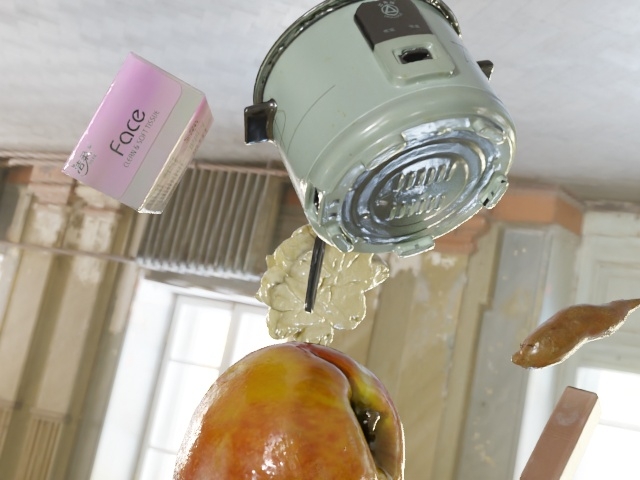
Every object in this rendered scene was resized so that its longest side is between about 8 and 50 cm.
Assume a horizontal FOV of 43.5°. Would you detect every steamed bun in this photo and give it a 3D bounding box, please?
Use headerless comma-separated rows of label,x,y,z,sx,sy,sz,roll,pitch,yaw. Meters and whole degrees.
steamed bun,-0.002,0.062,1.594,0.292,0.295,0.137,-18,-146,-28

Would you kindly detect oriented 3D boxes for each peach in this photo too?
peach,-0.044,0.252,0.907,0.281,0.281,0.238,5,174,32

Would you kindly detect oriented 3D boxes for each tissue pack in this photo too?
tissue pack,-0.198,-0.115,0.924,0.092,0.148,0.246,30,178,-5

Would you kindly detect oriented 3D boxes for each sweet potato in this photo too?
sweet potato,0.311,0.101,0.953,0.195,0.056,0.056,-23,173,-9

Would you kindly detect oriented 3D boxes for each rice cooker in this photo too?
rice cooker,0.062,-0.128,0.833,0.281,0.227,0.241,-15,146,-12

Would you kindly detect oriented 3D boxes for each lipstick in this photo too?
lipstick,0.280,0.240,0.934,0.045,0.145,0.045,8,135,39

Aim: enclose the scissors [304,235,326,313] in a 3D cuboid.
scissors,0.000,0.000,1.166,0.017,0.220,0.088,5,159,13
